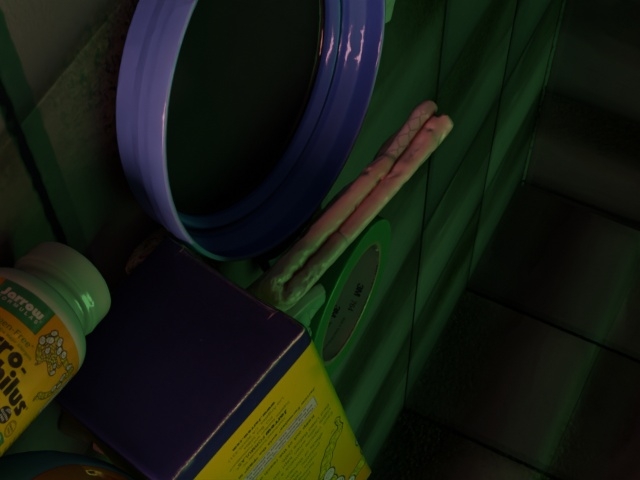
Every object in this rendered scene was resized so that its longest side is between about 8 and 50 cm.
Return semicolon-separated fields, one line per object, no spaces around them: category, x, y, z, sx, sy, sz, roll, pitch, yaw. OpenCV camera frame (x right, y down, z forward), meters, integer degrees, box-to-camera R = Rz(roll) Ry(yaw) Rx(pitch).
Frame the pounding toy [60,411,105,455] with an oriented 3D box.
pounding toy;-0.202;0.182;1.245;0.206;0.094;0.181;-44;152;-56

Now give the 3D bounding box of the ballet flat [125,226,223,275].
ballet flat;-0.164;0.026;1.219;0.241;0.091;0.077;71;14;-73

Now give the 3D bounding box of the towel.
towel;0.000;0.000;1.298;0.317;0.053;0.332;-48;180;-24

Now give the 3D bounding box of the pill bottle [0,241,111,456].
pill bottle;-0.265;0.096;0.876;0.208;0.117;0.118;-52;158;-42

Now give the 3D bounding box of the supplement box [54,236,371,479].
supplement box;-0.104;0.197;1.129;0.195;0.194;0.356;-48;149;-19

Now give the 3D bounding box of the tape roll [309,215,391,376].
tape roll;0.023;0.097;1.905;0.321;0.077;0.321;-58;161;-32

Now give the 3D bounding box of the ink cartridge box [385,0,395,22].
ink cartridge box;0.049;-0.355;1.398;0.232;0.066;0.189;-49;156;-57

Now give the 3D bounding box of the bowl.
bowl;-0.064;-0.173;1.124;0.391;0.077;0.391;-42;143;-42

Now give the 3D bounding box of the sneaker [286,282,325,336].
sneaker;-0.038;0.192;1.664;0.256;0.151;0.094;-51;-173;-32

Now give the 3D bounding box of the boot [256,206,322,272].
boot;-0.058;0.028;1.597;0.106;0.082;0.219;-31;157;-24

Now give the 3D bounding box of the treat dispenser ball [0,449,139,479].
treat dispenser ball;-0.247;0.330;0.947;0.288;0.288;0.288;-57;162;-31

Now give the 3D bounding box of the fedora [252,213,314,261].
fedora;-0.067;-0.067;1.369;0.194;0.079;0.194;-46;150;-36
